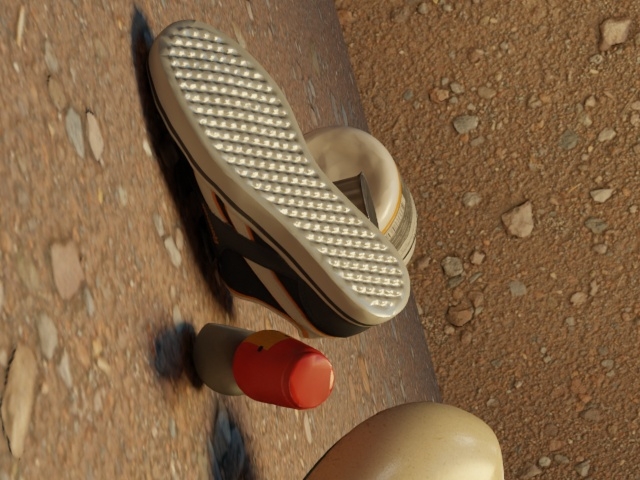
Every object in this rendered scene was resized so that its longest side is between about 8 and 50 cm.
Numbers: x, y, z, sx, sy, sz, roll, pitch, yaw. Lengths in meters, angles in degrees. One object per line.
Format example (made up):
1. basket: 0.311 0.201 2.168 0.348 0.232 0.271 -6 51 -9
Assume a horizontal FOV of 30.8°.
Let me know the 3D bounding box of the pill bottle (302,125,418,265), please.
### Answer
1. pill bottle: 0.041 -0.034 1.512 0.278 0.162 0.162 49 29 -72

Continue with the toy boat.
1. toy boat: 0.013 0.194 0.954 0.148 0.267 0.318 8 -46 56

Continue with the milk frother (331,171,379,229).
1. milk frother: 0.000 0.000 1.288 0.143 0.135 0.129 -36 113 -80

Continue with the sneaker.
1. sneaker: -0.064 -0.039 1.045 0.321 0.127 0.126 54 46 -3
